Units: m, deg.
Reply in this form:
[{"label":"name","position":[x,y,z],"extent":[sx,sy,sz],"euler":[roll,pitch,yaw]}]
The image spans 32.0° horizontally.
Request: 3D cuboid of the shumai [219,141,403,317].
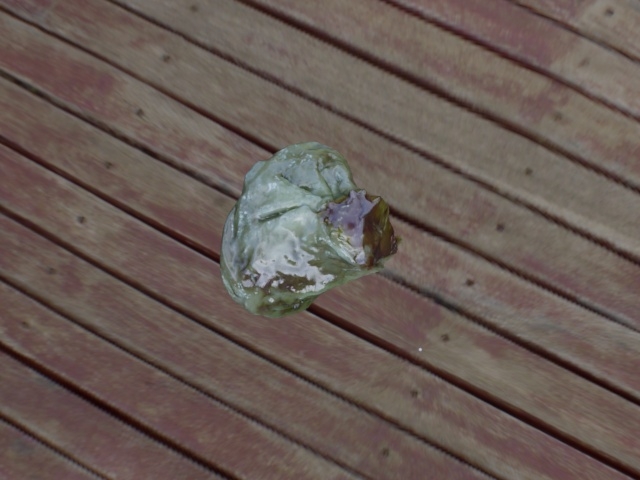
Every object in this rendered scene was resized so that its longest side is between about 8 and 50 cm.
[{"label":"shumai","position":[0.001,0.000,0.724],"extent":[0.087,0.099,0.123],"euler":[20,84,48]}]
